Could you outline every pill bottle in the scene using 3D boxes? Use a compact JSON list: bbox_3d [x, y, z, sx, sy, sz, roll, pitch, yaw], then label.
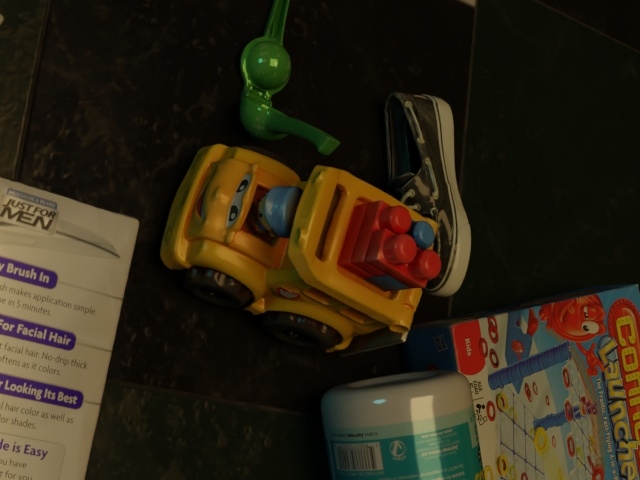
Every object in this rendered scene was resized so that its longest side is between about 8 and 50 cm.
[{"bbox_3d":[0.088,0.262,1.025,0.146,0.146,0.264,-7,87,-36],"label":"pill bottle"}]

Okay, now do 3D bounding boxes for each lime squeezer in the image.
[{"bbox_3d":[-0.042,-0.166,1.032,0.059,0.110,0.310,10,45,-18],"label":"lime squeezer"}]

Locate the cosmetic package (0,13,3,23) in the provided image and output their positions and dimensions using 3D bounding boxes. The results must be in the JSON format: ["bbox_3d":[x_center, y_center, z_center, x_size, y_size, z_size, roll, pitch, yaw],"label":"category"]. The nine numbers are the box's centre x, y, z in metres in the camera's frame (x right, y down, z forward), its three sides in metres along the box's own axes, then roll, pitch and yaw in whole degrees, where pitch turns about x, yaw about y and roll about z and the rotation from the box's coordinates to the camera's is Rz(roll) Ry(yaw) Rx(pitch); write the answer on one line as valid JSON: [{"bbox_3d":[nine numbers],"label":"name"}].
[{"bbox_3d":[-0.360,-0.156,0.762,0.184,0.151,0.151,45,60,-21],"label":"cosmetic package"}]

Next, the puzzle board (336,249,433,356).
[{"bbox_3d":[0.063,0.063,1.048,0.011,0.128,0.096,28,67,-19],"label":"puzzle board"}]

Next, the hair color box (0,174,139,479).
[{"bbox_3d":[-0.270,0.123,0.812,0.185,0.110,0.339,19,74,-31],"label":"hair color box"}]

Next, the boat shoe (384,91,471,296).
[{"bbox_3d":[0.101,-0.049,1.131,0.070,0.078,0.219,5,72,-36],"label":"boat shoe"}]

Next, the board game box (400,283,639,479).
[{"bbox_3d":[0.247,0.219,1.184,0.302,0.086,0.308,-9,88,-36],"label":"board game box"}]

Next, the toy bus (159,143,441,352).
[{"bbox_3d":[0.000,0.000,0.963,0.220,0.211,0.149,29,69,-28],"label":"toy bus"}]
